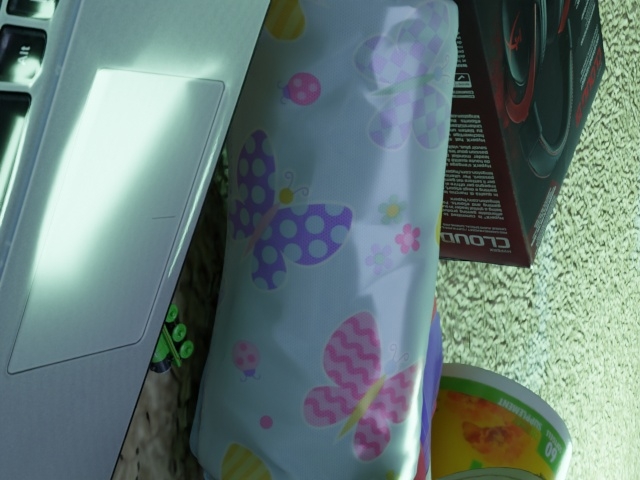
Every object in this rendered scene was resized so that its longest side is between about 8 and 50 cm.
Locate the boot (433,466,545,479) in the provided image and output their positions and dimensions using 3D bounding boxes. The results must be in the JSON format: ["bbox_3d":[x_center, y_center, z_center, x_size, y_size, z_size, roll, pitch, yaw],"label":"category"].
[{"bbox_3d":[-0.013,0.207,0.464,0.203,0.262,0.095,-21,77,-56],"label":"boot"}]

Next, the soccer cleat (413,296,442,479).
[{"bbox_3d":[0.042,0.125,0.649,0.095,0.083,0.248,40,46,-49],"label":"soccer cleat"}]

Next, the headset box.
[{"bbox_3d":[0.105,-0.139,0.702,0.218,0.110,0.293,-62,145,-34],"label":"headset box"}]

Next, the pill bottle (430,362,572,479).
[{"bbox_3d":[0.072,0.216,0.701,0.245,0.136,0.136,-60,145,-35],"label":"pill bottle"}]

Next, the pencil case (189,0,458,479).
[{"bbox_3d":[0.000,0.000,0.535,0.124,0.113,0.273,-1,100,-20],"label":"pencil case"}]

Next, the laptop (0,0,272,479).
[{"bbox_3d":[-0.057,0.030,0.211,0.408,0.236,0.381,-8,122,-61],"label":"laptop"}]

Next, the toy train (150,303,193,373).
[{"bbox_3d":[-0.083,0.032,0.498,0.023,0.017,0.083,-46,136,-34],"label":"toy train"}]
